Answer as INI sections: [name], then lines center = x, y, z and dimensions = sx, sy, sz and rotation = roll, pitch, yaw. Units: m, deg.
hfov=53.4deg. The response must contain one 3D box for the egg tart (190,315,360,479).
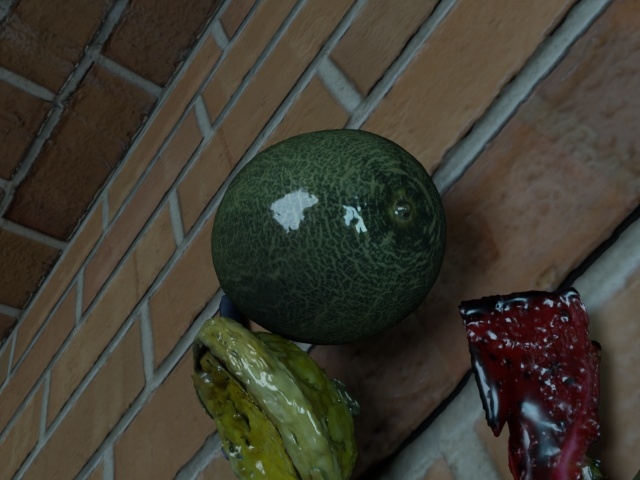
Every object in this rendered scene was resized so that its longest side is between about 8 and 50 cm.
[egg tart]
center = -0.038, 0.207, 0.714
dimensions = 0.107, 0.290, 0.291
rotation = -28, 17, -30

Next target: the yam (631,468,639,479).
[yam]
center = 0.272, 0.124, 0.421
dimensions = 0.371, 0.083, 0.083
rotation = -62, 32, 6

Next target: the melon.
[melon]
center = 0.000, 0.000, 0.747
dimensions = 0.329, 0.249, 0.248
rotation = -16, 54, 59

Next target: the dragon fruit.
[dragon fruit]
center = 0.183, 0.127, 0.517
dimensions = 0.092, 0.122, 0.192
rotation = -20, 47, 29

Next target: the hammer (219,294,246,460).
[hammer]
center = -0.119, 0.178, 0.980
dimensions = 0.137, 0.037, 0.289
rotation = -49, 34, 21
